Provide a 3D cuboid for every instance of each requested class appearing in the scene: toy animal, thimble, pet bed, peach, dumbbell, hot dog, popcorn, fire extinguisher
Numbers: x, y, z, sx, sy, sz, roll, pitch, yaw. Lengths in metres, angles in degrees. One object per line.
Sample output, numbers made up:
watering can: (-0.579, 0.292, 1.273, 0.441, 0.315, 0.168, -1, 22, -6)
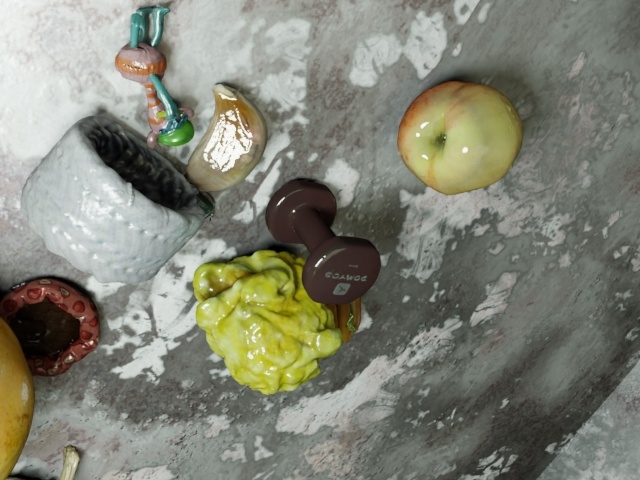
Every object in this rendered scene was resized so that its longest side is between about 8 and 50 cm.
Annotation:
toy animal: (-0.236, -0.230, 1.027, 0.100, 0.103, 0.208, -22, 127, -26)
thimble: (-0.302, -0.053, 1.043, 0.157, 0.217, 0.245, -43, 143, 15)
pet bed: (-0.471, 0.153, 1.199, 0.201, 0.053, 0.201, -14, 132, -16)
peach: (0.259, -0.182, 1.270, 0.233, 0.232, 0.232, -15, 128, -20)
dumbbell: (0.000, 0.000, 1.236, 0.141, 0.225, 0.124, 6, 121, -31)
hot dog: (0.039, 0.114, 1.445, 0.100, 0.068, 0.249, -20, 130, -17)
popcorn: (-0.096, 0.143, 1.269, 0.242, 0.250, 0.234, -18, 137, -15)
fire extinguisher: (-0.204, -0.069, 1.209, 0.038, 0.025, 0.083, -56, 134, -15)

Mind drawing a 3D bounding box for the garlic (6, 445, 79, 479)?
garlic: (-0.535, 0.512, 1.340, 0.253, 0.245, 0.245, -58, 139, -28)

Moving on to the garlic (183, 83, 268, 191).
garlic: (-0.166, -0.146, 1.150, 0.129, 0.090, 0.198, 31, 111, -25)

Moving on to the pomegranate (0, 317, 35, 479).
pomegranate: (-0.616, 0.255, 0.969, 0.417, 0.416, 0.416, -15, 128, -20)
